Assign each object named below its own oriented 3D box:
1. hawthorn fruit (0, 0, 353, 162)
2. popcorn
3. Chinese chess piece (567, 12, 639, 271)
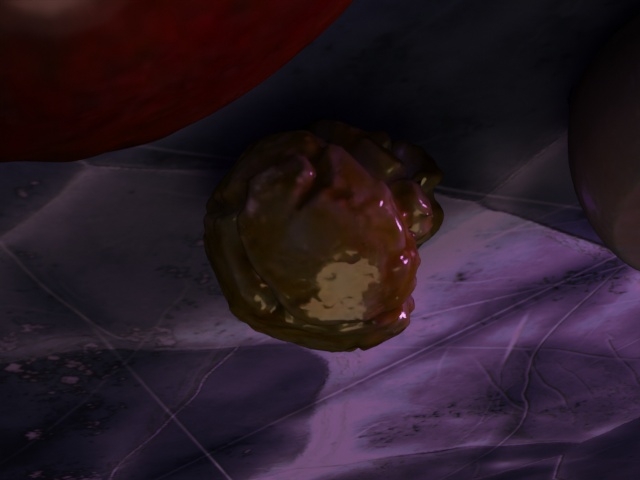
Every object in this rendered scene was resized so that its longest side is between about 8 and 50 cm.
[{"bbox_3d":[-0.103,-0.192,0.449,0.325,0.308,0.308,-49,140,14],"label":"hawthorn fruit"},{"bbox_3d":[0.000,0.000,0.936,0.204,0.183,0.221,25,148,-2],"label":"popcorn"},{"bbox_3d":[0.384,-0.102,0.926,0.349,0.146,0.349,-8,151,-5],"label":"Chinese chess piece"}]
